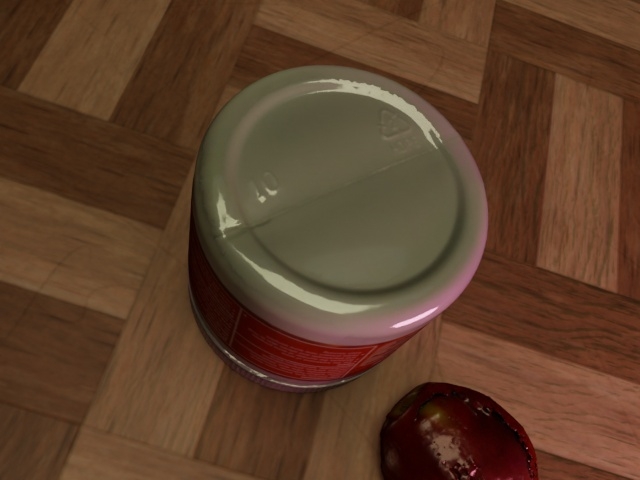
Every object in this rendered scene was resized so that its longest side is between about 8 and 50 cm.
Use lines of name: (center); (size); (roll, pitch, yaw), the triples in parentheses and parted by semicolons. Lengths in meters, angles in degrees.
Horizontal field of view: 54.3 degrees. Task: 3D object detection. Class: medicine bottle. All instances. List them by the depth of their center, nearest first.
medicine bottle: (0.000, 0.000, 0.602); (0.252, 0.241, 0.252); (5, 65, -12)

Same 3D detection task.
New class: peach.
peach: (0.145, 0.212, 0.620); (0.172, 0.092, 0.127); (27, 59, 3)
